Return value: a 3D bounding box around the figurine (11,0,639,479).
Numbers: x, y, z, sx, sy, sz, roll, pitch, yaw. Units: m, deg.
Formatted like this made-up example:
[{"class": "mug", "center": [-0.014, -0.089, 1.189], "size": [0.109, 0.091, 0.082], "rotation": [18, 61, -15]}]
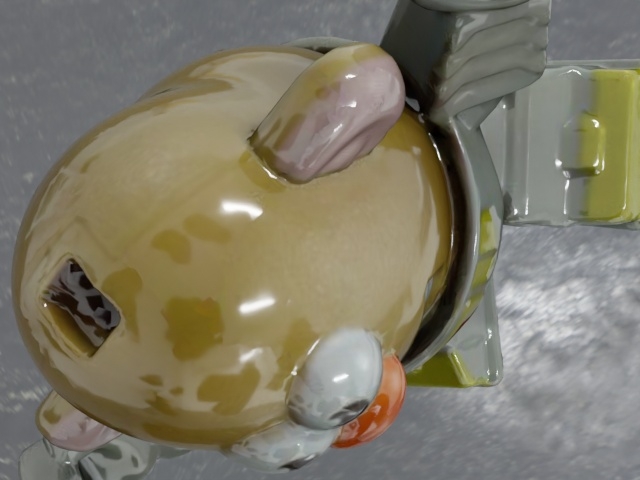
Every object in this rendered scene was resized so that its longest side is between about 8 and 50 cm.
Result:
[{"class": "figurine", "center": [-0.001, 0.000, 0.567], "size": [0.167, 0.285, 0.342], "rotation": [30, 110, 30]}]
